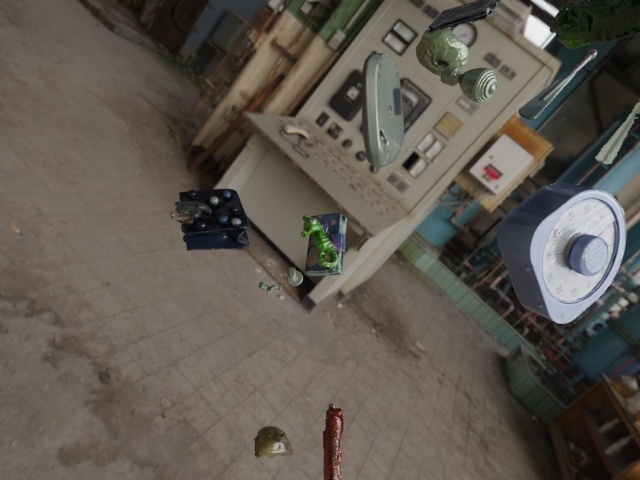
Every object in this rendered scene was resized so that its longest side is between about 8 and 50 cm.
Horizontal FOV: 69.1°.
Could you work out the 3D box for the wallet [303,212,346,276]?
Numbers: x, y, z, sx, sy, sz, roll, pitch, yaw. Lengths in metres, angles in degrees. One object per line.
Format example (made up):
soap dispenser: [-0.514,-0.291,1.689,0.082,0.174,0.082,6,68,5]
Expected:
wallet: [0.018,0.016,1.506,0.059,0.141,0.202,26,65,-47]

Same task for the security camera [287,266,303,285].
security camera: [-0.090,0.121,1.573,0.058,0.058,0.092,43,-7,9]

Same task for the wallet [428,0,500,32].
wallet: [0.505,-0.797,1.627,0.167,0.222,0.036,-53,131,-35]

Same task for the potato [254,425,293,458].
potato: [-0.137,0.670,1.555,0.172,0.089,0.101,31,38,-48]

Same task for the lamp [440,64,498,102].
lamp: [0.478,-0.510,1.487,0.106,0.106,0.193,21,15,-49]

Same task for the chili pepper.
chili pepper: [0.631,-0.502,1.023,0.099,0.136,0.270,-12,10,-32]

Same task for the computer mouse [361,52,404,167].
computer mouse: [0.174,-0.383,1.390,0.095,0.331,0.197,5,18,33]

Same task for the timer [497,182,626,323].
timer: [0.715,0.015,1.319,0.395,0.395,0.173,32,0,-27]

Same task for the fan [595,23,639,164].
fan: [0.597,-0.315,0.775,0.233,0.415,0.012,22,30,-6]

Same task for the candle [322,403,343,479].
candle: [0.037,0.611,1.309,0.059,0.302,0.084,-1,0,-5]

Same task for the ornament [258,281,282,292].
ornament: [-0.207,0.198,1.930,0.092,0.041,0.068,16,-18,-26]

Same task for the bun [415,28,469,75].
bun: [0.480,-0.746,1.866,0.221,0.108,0.221,30,-9,5]

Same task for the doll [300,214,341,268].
doll: [0.000,0.000,1.318,0.115,0.050,0.190,-7,55,-39]

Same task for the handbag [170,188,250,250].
handbag: [-0.412,-0.090,1.699,0.269,0.118,0.326,-4,32,-21]

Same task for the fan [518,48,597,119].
fan: [0.680,-0.449,1.328,0.057,0.282,0.023,44,-3,35]
